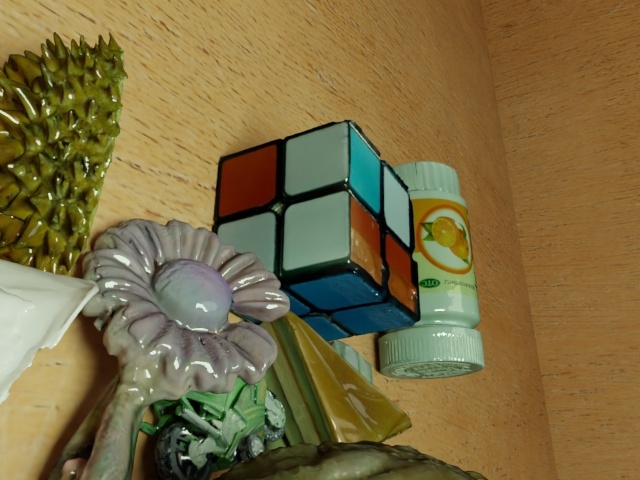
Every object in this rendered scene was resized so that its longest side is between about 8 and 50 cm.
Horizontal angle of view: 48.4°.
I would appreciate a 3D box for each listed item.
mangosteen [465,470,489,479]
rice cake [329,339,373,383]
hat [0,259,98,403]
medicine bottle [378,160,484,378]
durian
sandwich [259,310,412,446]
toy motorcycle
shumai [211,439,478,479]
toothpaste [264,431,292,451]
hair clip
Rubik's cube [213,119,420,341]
[{"bbox_3d":[0.219,0.436,1.056,0.200,0.200,0.199,38,45,-53],"label":"mangosteen"},{"bbox_3d":[0.034,0.241,0.890,0.085,0.040,0.226,46,40,-49],"label":"rice cake"},{"bbox_3d":[-0.218,0.049,0.338,0.126,0.203,0.203,44,35,-14],"label":"hat"},{"bbox_3d":[0.160,0.045,1.105,0.158,0.158,0.317,32,50,-56],"label":"medicine bottle"},{"bbox_3d":[-0.193,-0.055,0.495,0.139,0.145,0.252,75,8,-65],"label":"durian"},{"bbox_3d":[0.009,0.151,0.760,0.113,0.079,0.163,-7,66,-46],"label":"sandwich"},{"bbox_3d":[-0.090,0.154,0.645,0.190,0.074,0.106,-7,75,-64],"label":"toy motorcycle"},{"bbox_3d":[-0.045,0.219,0.509,0.283,0.346,0.217,-120,-170,-76],"label":"shumai"},{"bbox_3d":[-0.040,0.263,0.725,0.078,0.047,0.247,35,45,-36],"label":"toothpaste"},{"bbox_3d":[-0.128,0.094,0.537,0.173,0.069,0.300,29,49,-10],"label":"hair clip"},{"bbox_3d":[-0.001,0.000,0.781,0.183,0.167,0.180,40,43,-53],"label":"Rubik's cube"}]
